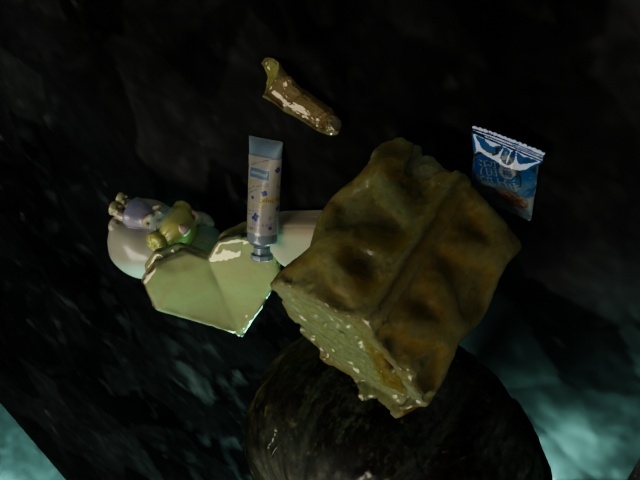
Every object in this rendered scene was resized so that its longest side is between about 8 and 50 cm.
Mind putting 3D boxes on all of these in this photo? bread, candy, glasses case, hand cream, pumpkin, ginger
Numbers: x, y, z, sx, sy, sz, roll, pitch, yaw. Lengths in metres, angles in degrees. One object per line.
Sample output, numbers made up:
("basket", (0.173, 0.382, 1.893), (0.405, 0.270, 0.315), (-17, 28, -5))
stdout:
("bread", (0.089, 0.037, 1.558), (0.238, 0.252, 0.196), (52, 160, -25))
("candy", (0.209, -0.076, 1.512), (0.088, 0.038, 0.136), (20, 150, 13))
("glasses case", (0.000, 0.000, 1.826), (0.196, 0.050, 0.083), (2, 131, 48))
("hand cream", (-0.077, -0.056, 1.815), (0.065, 0.043, 0.170), (13, 106, 39))
("pumpkin", (0.106, 0.303, 1.771), (0.454, 0.344, 0.454), (38, 153, 24))
("ginger", (-0.031, -0.176, 1.666), (0.137, 0.044, 0.057), (40, 130, 5))

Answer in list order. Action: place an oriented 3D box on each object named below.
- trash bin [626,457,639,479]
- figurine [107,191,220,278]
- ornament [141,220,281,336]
("trash bin", (0.480, 0.447, 1.612), (0.259, 0.295, 0.381), (20, 152, 34))
("figurine", (-0.201, 0.011, 2.017), (0.235, 0.127, 0.155), (16, 133, 21))
("ornament", (-0.148, 0.072, 1.956), (0.201, 0.059, 0.180), (-16, 122, 6))
